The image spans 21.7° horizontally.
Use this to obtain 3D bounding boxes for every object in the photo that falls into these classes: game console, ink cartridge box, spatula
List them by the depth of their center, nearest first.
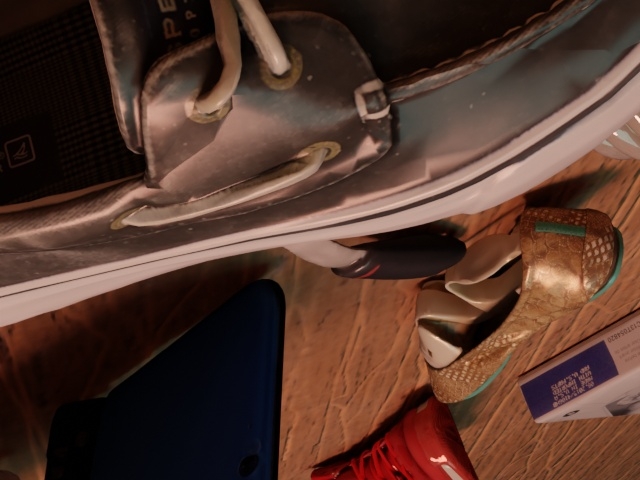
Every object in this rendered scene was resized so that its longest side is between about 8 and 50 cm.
[{"bbox_3d":[0.000,0.000,0.785,0.084,0.030,0.296,-28,161,24],"label":"spatula"},{"bbox_3d":[-0.061,0.214,0.857,0.173,0.293,0.250,-11,137,16],"label":"game console"},{"bbox_3d":[0.304,0.078,1.319,0.224,0.045,0.223,-1,153,-47],"label":"ink cartridge box"}]

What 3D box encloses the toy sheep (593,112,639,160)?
[{"bbox_3d":[0.126,-0.072,0.639,0.091,0.091,0.132,-3,169,-43],"label":"toy sheep"}]

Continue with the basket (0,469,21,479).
[{"bbox_3d":[-0.327,0.274,0.841,0.328,0.266,0.331,-23,160,11],"label":"basket"}]

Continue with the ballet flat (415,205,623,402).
[{"bbox_3d":[0.094,0.033,0.955,0.067,0.073,0.206,16,146,-17],"label":"ballet flat"}]

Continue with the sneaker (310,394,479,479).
[{"bbox_3d":[0.055,0.189,1.302,0.128,0.087,0.221,-23,161,2],"label":"sneaker"}]

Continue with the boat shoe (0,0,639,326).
[{"bbox_3d":[-0.033,-0.049,0.459,0.335,0.121,0.119,-24,166,16],"label":"boat shoe"}]
